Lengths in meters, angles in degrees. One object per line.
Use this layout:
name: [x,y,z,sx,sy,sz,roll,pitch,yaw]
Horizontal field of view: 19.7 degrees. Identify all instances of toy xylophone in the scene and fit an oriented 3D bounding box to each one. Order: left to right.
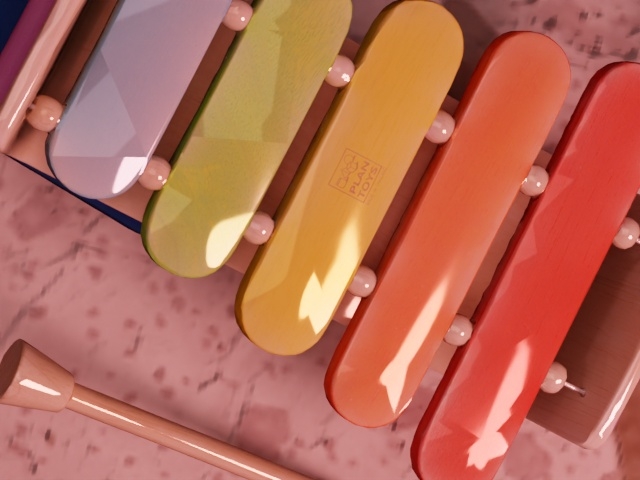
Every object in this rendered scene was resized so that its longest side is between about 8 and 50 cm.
toy xylophone: [0.000,0.000,0.786,0.322,0.081,0.236,19,92,-21]

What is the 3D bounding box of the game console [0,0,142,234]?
game console: [-0.115,-0.193,0.829,0.250,0.173,0.293,31,87,27]
